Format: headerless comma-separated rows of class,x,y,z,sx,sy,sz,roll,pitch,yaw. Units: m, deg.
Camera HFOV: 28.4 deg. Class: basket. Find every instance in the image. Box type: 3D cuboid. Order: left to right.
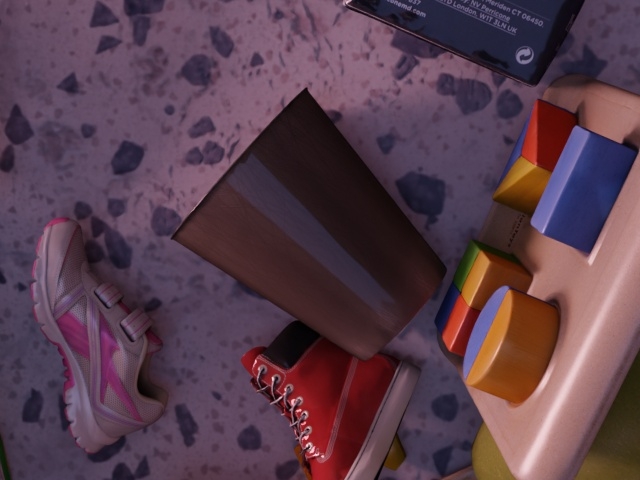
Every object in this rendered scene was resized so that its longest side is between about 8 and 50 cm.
basket,0.000,0.000,1.258,0.227,0.154,0.204,43,102,-3

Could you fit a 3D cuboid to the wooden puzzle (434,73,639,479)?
wooden puzzle,0.196,0.010,1.128,0.080,0.348,0.322,21,101,-13

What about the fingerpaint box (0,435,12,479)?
fingerpaint box,-0.551,0.218,1.359,0.371,0.163,0.445,-10,96,10

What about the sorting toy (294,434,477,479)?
sorting toy,0.108,0.325,1.342,0.229,0.041,0.307,-26,89,11

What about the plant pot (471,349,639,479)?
plant pot,0.288,0.155,1.193,0.275,0.275,0.293,44,116,1

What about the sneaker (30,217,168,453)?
sneaker,-0.226,0.093,1.333,0.111,0.103,0.252,-13,102,6

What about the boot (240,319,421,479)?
boot,-0.019,0.194,1.259,0.176,0.244,0.088,22,140,6

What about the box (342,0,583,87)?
box,0.174,-0.300,1.112,0.182,0.296,0.294,24,101,5
